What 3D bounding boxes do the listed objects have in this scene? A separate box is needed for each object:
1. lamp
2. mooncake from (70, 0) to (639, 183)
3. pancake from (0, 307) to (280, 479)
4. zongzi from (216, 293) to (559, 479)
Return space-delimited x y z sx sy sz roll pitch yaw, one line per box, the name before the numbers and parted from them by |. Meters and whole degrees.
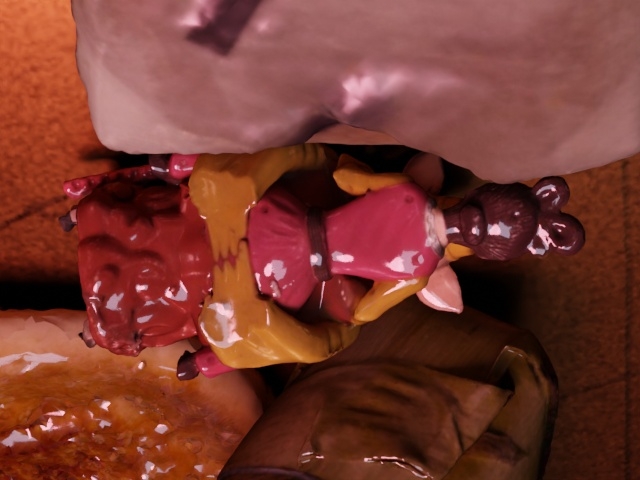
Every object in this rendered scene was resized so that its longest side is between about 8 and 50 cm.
lamp | 0.000 0.000 0.731 0.253 0.118 0.118 -10 127 5
mooncake | 0.020 -0.150 0.594 0.250 0.136 0.254 1 133 3
pancake | -0.184 0.170 0.892 0.356 0.065 0.356 1 132 1
zongzi | -0.005 0.243 0.768 0.160 0.360 0.323 15 132 27
